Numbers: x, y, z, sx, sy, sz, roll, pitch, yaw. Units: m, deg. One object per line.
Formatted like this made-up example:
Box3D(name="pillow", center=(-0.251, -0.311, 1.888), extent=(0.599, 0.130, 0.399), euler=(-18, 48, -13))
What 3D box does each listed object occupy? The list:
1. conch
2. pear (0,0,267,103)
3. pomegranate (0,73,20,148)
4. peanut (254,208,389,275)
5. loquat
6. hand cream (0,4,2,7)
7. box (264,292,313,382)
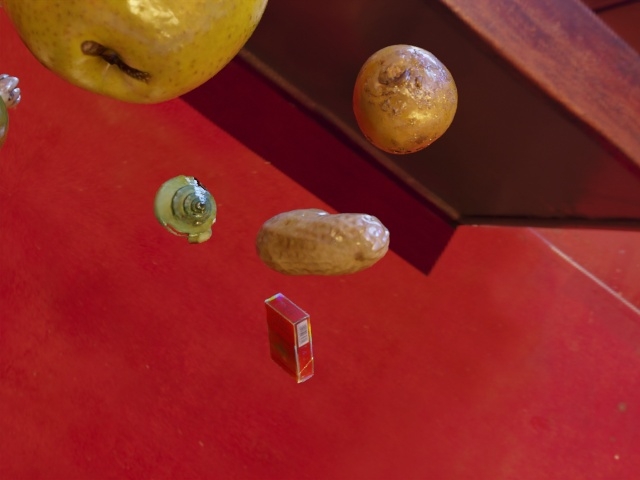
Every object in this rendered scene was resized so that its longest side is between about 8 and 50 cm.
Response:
Box3D(name="conch", center=(-0.182, -0.039, 1.058), extent=(0.080, 0.201, 0.094), euler=(-26, 89, -8))
Box3D(name="pear", center=(-0.241, -0.381, 1.036), extent=(0.363, 0.362, 0.418), euler=(23, 61, -21))
Box3D(name="pomegranate", center=(-0.642, -0.244, 1.411), extent=(0.179, 0.179, 0.210), euler=(29, 68, -21))
Box3D(name="peanut", center=(0.000, 0.000, 1.139), extent=(0.108, 0.226, 0.095), euler=(-50, 126, -38))
Box3D(name="loquat", center=(0.183, -0.306, 1.699), extent=(0.235, 0.235, 0.234), euler=(-1, 94, -22))
Box3D(name="hand cream", center=(-0.518, -0.428, 1.464), extent=(0.234, 0.080, 0.050), euler=(14, 105, 0))
Box3D(name="box", center=(-0.068, 0.217, 1.736), extent=(0.048, 0.112, 0.175), euler=(-26, 131, -31))
